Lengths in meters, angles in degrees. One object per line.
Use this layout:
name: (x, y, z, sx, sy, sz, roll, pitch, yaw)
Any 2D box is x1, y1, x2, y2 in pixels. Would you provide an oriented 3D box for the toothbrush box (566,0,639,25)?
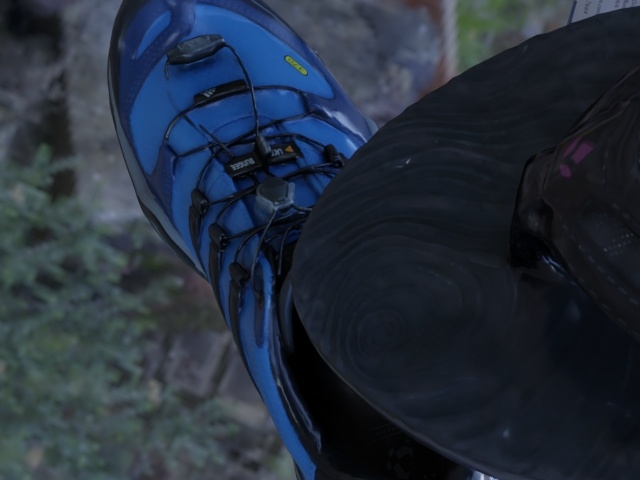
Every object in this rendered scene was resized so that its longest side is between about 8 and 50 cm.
toothbrush box: (0.210, -0.041, 0.978, 0.295, 0.126, 0.216, -6, 113, -66)

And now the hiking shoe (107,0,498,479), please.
hiking shoe: (0.000, 0.000, 0.810, 0.113, 0.304, 0.132, -26, 165, -10)

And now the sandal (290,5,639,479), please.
sandal: (0.189, -0.007, 0.512, 0.107, 0.445, 0.167, 52, 49, -52)
